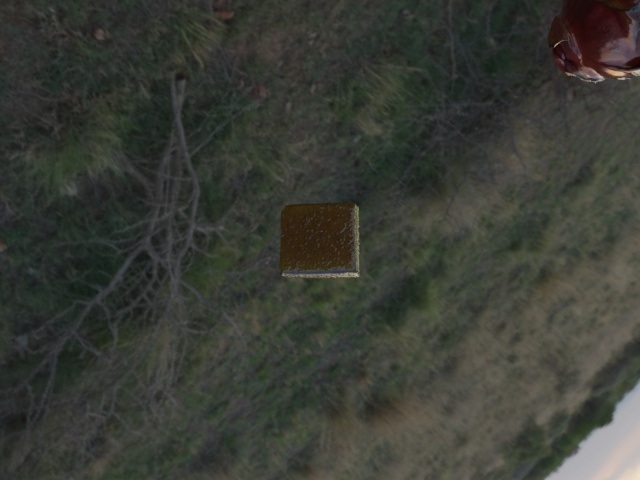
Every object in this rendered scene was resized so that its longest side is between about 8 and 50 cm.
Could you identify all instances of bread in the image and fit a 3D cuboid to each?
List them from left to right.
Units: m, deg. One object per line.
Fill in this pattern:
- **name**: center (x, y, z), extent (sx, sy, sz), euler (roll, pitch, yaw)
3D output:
- **bread**: center (0.000, 0.000, 0.767), extent (0.035, 0.094, 0.090), euler (47, 43, -73)

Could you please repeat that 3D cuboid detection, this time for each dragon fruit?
- **dragon fruit**: center (0.550, -0.403, 1.110), extent (0.250, 0.315, 0.250), euler (-3, 96, -33)
